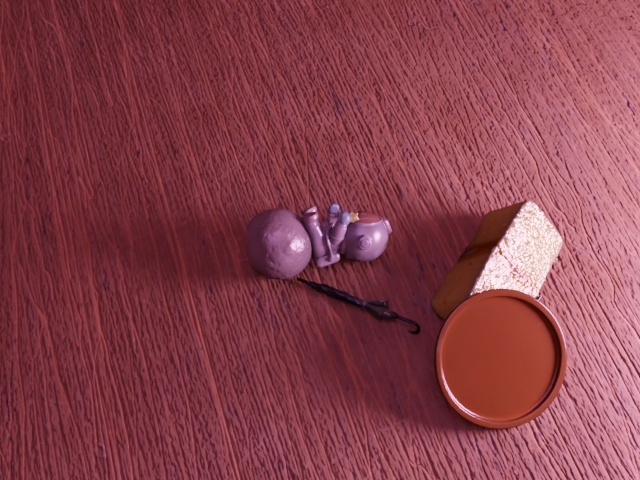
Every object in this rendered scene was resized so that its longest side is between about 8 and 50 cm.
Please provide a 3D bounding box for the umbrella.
[{"bbox_3d":[0.075,0.114,1.452,0.269,0.044,0.044,23,37,16],"label":"umbrella"}]

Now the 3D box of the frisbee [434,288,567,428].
[{"bbox_3d":[0.322,0.211,1.325,0.251,0.021,0.250,0,88,-8],"label":"frisbee"}]

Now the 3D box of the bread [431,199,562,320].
[{"bbox_3d":[0.340,0.051,1.422,0.178,0.142,0.266,19,64,32],"label":"bread"}]

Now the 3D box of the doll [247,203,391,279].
[{"bbox_3d":[0.000,0.000,1.471,0.287,0.151,0.151,-5,62,-3],"label":"doll"}]
